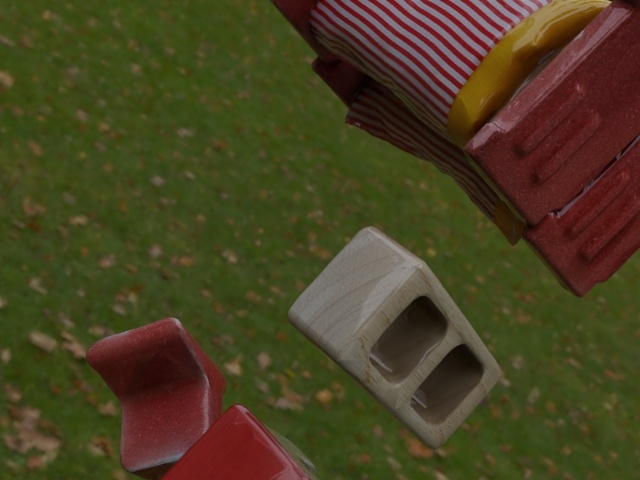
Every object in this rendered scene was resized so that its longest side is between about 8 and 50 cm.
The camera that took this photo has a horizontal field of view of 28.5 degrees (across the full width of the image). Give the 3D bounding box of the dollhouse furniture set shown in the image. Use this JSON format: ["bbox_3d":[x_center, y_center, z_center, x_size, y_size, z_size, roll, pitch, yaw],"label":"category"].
[{"bbox_3d":[0.000,0.000,0.649,0.201,0.374,0.152,41,-5,41],"label":"dollhouse furniture set"}]
